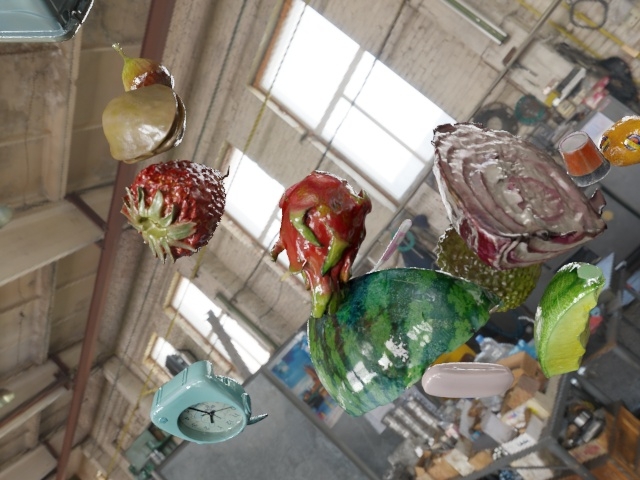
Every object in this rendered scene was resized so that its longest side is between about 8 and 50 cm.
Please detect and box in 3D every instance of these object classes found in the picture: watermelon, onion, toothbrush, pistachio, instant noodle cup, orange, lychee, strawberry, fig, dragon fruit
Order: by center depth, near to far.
[{"bbox_3d":[0.299,-0.072,0.807,0.314,0.280,0.146,-5,-38,-27],"label":"onion"},{"bbox_3d":[0.143,0.211,0.921,0.292,0.319,0.222,118,171,-46],"label":"watermelon"},{"bbox_3d":[0.002,-0.001,0.933,0.200,0.198,0.269,-75,-17,-68],"label":"dragon fruit"},{"bbox_3d":[0.151,0.032,1.069,0.020,0.025,0.286,-1,-28,-11],"label":"toothbrush"},{"bbox_3d":[-0.430,-0.302,1.201,0.163,0.260,0.213,19,-105,-57],"label":"pistachio"},{"bbox_3d":[0.444,0.041,1.253,0.270,0.270,0.320,107,-173,-68],"label":"lychee"},{"bbox_3d":[-0.383,-0.122,1.377,0.343,0.292,0.292,-55,-2,-44],"label":"strawberry"},{"bbox_3d":[0.798,-0.255,1.460,0.127,0.135,0.127,-33,30,22],"label":"instant noodle cup"},{"bbox_3d":[-0.608,-0.549,1.598,0.160,0.230,0.143,-48,-21,-31],"label":"fig"},{"bbox_3d":[1.037,-0.332,1.613,0.178,0.155,0.177,-53,-9,-13],"label":"orange"}]

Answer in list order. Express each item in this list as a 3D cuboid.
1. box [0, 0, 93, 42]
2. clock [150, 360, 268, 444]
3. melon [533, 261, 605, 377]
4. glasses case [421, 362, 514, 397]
[{"bbox_3d":[-0.533,-0.435,0.838,0.130,0.226,0.162,85,-170,-60],"label":"box"},{"bbox_3d":[-0.140,0.227,0.637,0.108,0.147,0.045,-37,32,18],"label":"clock"},{"bbox_3d":[0.559,0.160,1.090,0.196,0.124,0.323,-61,-34,-35],"label":"melon"},{"bbox_3d":[0.463,0.438,1.498,0.075,0.296,0.113,-103,21,-52],"label":"glasses case"}]
